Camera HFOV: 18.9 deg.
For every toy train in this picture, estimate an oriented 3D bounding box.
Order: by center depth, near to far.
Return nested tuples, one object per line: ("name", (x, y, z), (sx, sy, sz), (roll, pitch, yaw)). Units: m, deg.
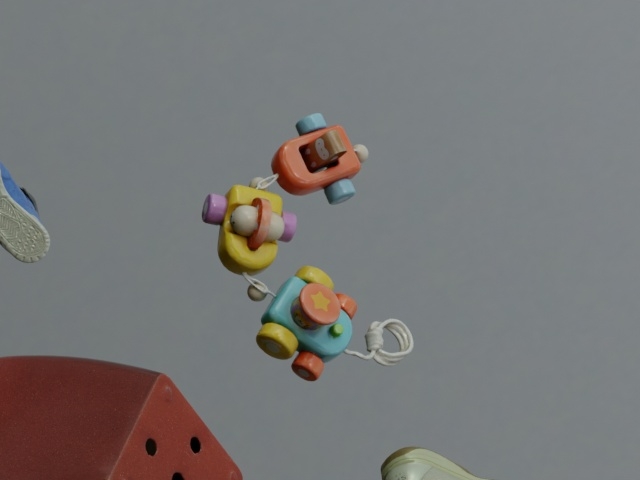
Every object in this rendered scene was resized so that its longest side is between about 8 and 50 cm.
("toy train", (0.000, 0.000, 1.172), (0.046, 0.125, 0.166), (-44, -117, 59))

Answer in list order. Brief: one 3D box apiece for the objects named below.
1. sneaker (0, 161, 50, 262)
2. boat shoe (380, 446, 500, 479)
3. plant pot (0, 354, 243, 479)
("sneaker", (-0.316, -0.046, 1.841), (0.152, 0.058, 0.084), (52, -7, -13))
("boat shoe", (0.096, 0.170, 1.157), (0.050, 0.135, 0.045), (-54, -157, 36))
("plant pot", (-0.247, 0.286, 2.130), (0.236, 0.267, 0.267), (-15, -56, 32))
